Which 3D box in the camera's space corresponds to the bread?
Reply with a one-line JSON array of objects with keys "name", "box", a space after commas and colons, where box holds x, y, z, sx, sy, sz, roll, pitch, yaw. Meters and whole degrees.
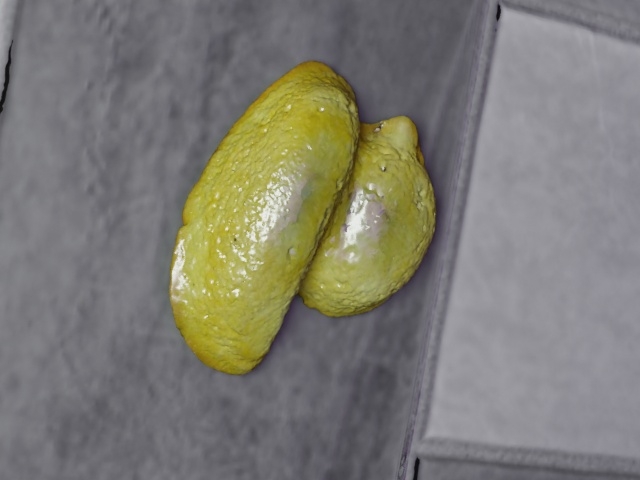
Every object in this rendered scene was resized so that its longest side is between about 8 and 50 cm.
[{"name": "bread", "box": [0.000, 0.000, 0.733, 0.149, 0.065, 0.187, 38, 77, -29]}]
